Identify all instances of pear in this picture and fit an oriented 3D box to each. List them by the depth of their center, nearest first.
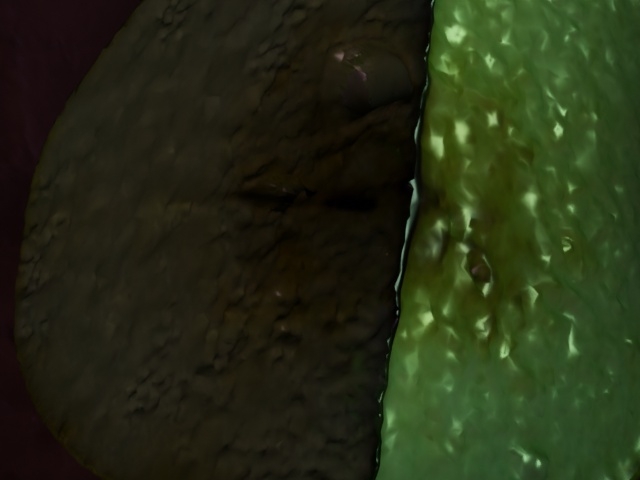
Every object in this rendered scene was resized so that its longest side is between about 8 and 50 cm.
[{"bbox_3d":[0.000,0.000,0.510,0.292,0.292,0.159,-30,144,29],"label":"pear"}]

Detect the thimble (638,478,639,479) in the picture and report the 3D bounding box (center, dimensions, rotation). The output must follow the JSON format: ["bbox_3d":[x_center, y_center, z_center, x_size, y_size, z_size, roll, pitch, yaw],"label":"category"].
[{"bbox_3d":[0.106,0.136,0.621,0.237,0.150,0.237,5,123,8],"label":"thimble"}]
